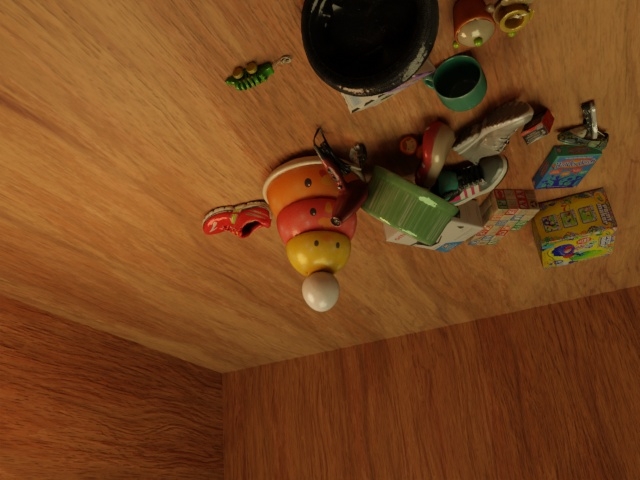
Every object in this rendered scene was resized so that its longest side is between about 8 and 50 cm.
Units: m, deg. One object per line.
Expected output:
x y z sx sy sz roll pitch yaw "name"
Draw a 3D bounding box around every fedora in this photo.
0.124 -0.474 1.303 0.334 0.334 0.152 -29 177 39 "fedora"

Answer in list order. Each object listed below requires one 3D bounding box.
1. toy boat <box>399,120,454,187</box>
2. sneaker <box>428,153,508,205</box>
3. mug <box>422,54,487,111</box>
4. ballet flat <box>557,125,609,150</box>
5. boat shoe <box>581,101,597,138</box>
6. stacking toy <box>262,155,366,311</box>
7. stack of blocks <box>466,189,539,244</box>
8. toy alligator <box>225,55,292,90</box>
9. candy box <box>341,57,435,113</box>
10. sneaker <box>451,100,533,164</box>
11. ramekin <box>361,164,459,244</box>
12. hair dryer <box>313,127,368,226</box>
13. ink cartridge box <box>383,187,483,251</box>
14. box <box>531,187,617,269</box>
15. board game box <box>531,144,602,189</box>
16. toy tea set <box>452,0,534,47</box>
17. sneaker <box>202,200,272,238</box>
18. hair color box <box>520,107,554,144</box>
0.318 -0.278 1.844 0.151 0.151 0.231 23 153 7 "toy boat"
0.474 -0.209 2.010 0.178 0.123 0.295 1 156 -35 "sneaker"
0.367 -0.417 1.577 0.129 0.157 0.097 -40 147 11 "mug"
0.846 -0.337 1.904 0.188 0.070 0.070 4 152 -23 "ballet flat"
0.828 -0.369 1.828 0.040 0.049 0.142 -7 140 23 "boat shoe"
0.000 0.000 1.917 0.351 0.479 0.350 -5 154 -3 "stacking toy"
0.702 -0.085 2.332 0.171 0.087 0.297 0 153 -12 "stack of blocks"
-0.159 -0.421 1.519 0.190 0.051 0.056 -14 153 17 "toy alligator"
0.172 -0.407 1.508 0.196 0.070 0.165 -25 -174 33 "candy box"
0.532 -0.320 1.781 0.115 0.105 0.281 39 148 -16 "sneaker"
0.275 -0.108 1.903 0.303 0.303 0.148 21 100 -42 "ramekin"
0.053 -0.178 1.799 0.224 0.293 0.080 10 158 -37 "hair dryer"
0.421 -0.074 2.249 0.307 0.129 0.223 10 150 -29 "ink cartridge box"
1.012 -0.041 2.390 0.279 0.177 0.290 -15 152 16 "box"
0.855 -0.255 2.070 0.160 0.047 0.210 -4 153 -4 "board game box"
0.401 -0.549 1.299 0.200 0.124 0.336 -7 154 2 "toy tea set"
-0.305 -0.059 2.139 0.279 0.118 0.107 -15 152 17 "sneaker"
0.646 -0.339 1.765 0.072 0.141 0.043 -28 103 37 "hair color box"
